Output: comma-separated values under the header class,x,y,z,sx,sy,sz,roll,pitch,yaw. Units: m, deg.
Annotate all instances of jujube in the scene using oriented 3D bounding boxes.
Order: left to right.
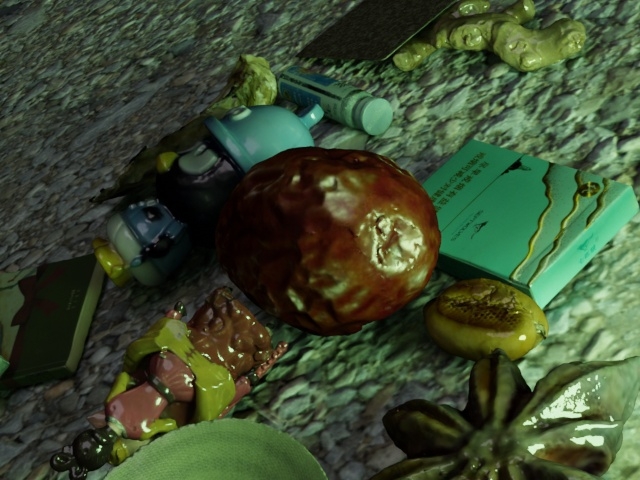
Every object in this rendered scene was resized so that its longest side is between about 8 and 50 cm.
class,x,y,z,sx,sy,sz,roll,pitch,yaw
jujube,0.000,0.000,1.307,0.197,0.197,0.290,-44,23,-23

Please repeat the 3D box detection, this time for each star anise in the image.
class,x,y,z,sx,sy,sz,roll,pitch,yaw
star anise,0.158,0.194,1.029,0.315,0.108,0.315,-16,34,11

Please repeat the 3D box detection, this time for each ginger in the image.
class,x,y,z,sx,sy,sz,roll,pitch,yaw
ginger,0.221,-0.265,1.611,0.259,0.065,0.149,0,41,36

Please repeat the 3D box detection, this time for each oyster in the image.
class,x,y,z,sx,sy,sz,roll,pitch,yaw
oyster,-0.170,-0.126,1.678,0.294,0.094,0.166,-38,17,1

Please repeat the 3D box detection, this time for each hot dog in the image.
class,x,y,z,sx,sy,sz,roll,pitch,yaw
hot dog,0.150,0.079,1.225,0.140,0.060,0.090,11,46,33

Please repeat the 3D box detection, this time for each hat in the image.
class,x,y,z,sx,sy,sz,roll,pitch,yaw
hat,-0.088,0.282,1.066,0.252,0.110,0.252,-12,48,14

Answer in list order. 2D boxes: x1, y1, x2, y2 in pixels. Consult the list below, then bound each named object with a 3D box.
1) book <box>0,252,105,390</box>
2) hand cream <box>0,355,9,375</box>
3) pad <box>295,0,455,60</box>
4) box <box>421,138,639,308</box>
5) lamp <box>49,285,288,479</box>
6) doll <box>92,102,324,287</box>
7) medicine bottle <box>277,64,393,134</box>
class,x,y,z,sx,sy,sz,roll,pitch,yaw
book,-0.402,0.113,1.554,0.289,0.026,0.201,-14,40,17
hand cream,-0.429,0.203,1.431,0.078,0.050,0.205,26,74,46
pad,0.075,-0.291,1.744,0.158,0.003,0.235,-41,26,-19
box,0.189,-0.022,1.336,0.162,0.041,0.229,-43,38,-21
lamp,-0.155,0.156,1.276,0.253,0.118,0.118,-45,39,-20
doll,-0.125,-0.062,1.505,0.314,0.141,0.177,-36,18,-4
medicine bottle,0.016,-0.180,1.642,0.051,0.051,0.191,-39,38,-17
